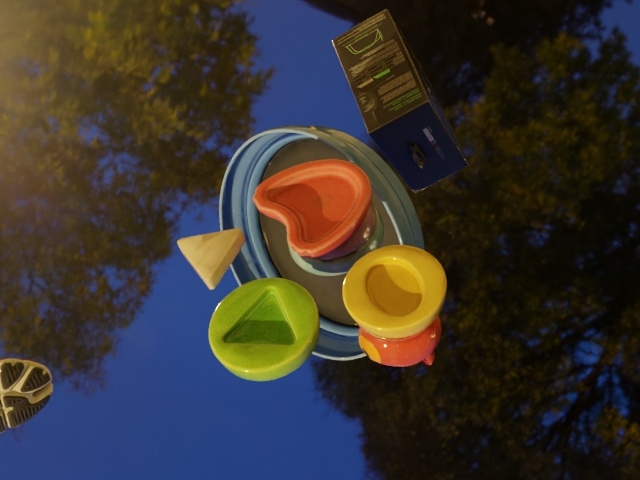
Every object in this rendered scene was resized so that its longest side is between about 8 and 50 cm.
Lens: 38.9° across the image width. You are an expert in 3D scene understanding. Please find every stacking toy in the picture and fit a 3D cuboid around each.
[{"bbox_3d":[-0.010,0.062,1.140,0.279,0.130,0.309,-25,-131,-5],"label":"stacking toy"}]

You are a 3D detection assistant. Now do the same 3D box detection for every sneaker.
[{"bbox_3d":[-0.302,0.115,0.726,0.170,0.068,0.071,-5,-151,-11],"label":"sneaker"}]

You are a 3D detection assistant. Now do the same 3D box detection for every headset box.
[{"bbox_3d":[0.164,-0.266,1.804,0.246,0.131,0.283,44,-157,-53],"label":"headset box"}]

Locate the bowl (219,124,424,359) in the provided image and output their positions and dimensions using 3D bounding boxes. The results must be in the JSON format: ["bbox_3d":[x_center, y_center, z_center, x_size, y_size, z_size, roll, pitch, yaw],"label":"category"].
[{"bbox_3d":[0.000,0.000,1.458,0.391,0.391,0.077,39,-138,22],"label":"bowl"}]
